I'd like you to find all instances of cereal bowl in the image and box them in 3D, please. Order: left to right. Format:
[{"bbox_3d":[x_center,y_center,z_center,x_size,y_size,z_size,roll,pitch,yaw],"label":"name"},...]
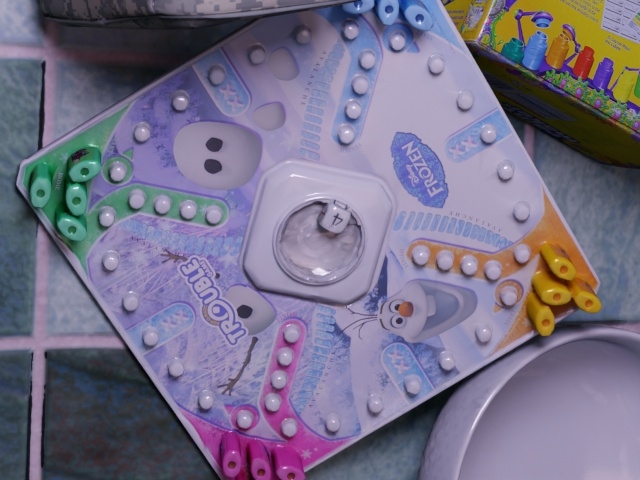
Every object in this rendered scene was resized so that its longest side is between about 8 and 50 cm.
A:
[{"bbox_3d":[0.228,0.241,1.905,0.339,0.141,0.339,-4,99,-28],"label":"cereal bowl"}]

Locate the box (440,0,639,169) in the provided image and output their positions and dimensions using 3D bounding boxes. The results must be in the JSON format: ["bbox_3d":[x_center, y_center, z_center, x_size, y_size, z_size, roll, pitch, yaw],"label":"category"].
[{"bbox_3d":[0.259,-0.248,1.842,0.290,0.177,0.279,27,83,-28],"label":"box"}]

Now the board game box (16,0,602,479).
[{"bbox_3d":[0.000,0.000,1.716,0.390,0.050,0.390,-31,112,3],"label":"board game box"}]

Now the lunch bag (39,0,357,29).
[{"bbox_3d":[-0.102,-0.307,1.566,0.212,0.305,0.256,-14,104,-27],"label":"lunch bag"}]
